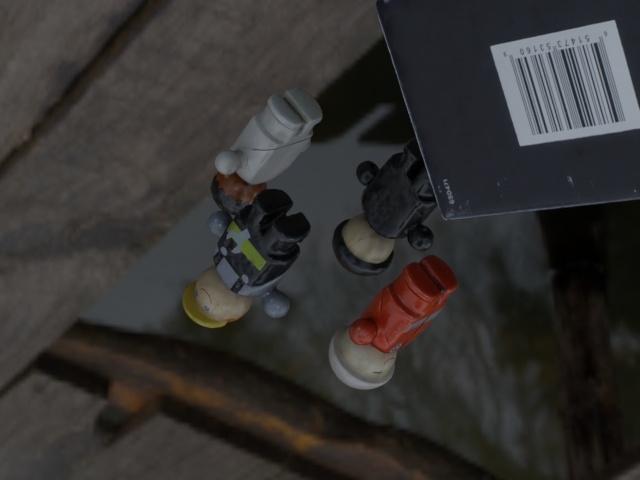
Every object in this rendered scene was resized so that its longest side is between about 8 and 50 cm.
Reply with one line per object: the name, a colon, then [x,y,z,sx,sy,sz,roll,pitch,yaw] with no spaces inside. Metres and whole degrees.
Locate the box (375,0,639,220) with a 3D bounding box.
box: [0.258,-0.152,1.065,0.296,0.294,0.183,-5,108,45]

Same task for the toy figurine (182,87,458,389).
toy figurine: [0.000,0.000,1.257,0.209,0.213,0.148,20,134,-19]
